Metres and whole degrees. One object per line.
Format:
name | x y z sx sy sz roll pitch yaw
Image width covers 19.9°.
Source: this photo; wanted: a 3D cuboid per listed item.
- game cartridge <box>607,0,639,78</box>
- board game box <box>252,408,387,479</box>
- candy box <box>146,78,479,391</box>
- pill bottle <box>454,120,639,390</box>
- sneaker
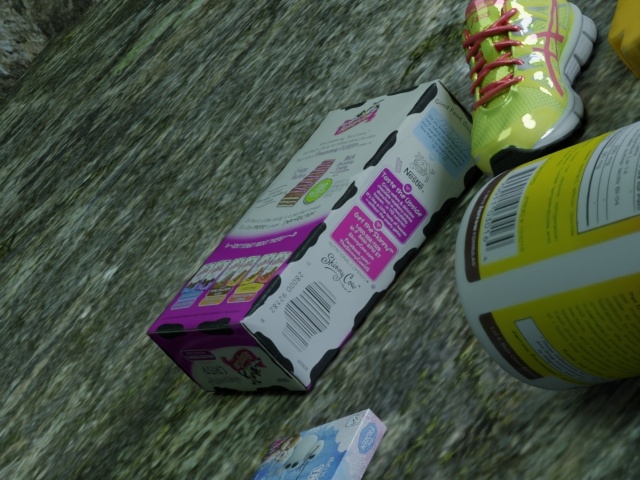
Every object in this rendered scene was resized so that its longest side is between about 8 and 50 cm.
game cartridge | 0.338 -0.248 1.176 0.323 0.052 0.285 -33 21 36
board game box | -0.013 0.146 1.067 0.090 0.020 0.090 -24 26 44
candy box | 0.000 0.000 1.287 0.233 0.071 0.159 -52 19 -22
pill bottle | 0.171 -0.002 0.851 0.215 0.117 0.117 -20 29 51
sneaker | 0.127 -0.118 1.247 0.081 0.094 0.208 -31 23 30
